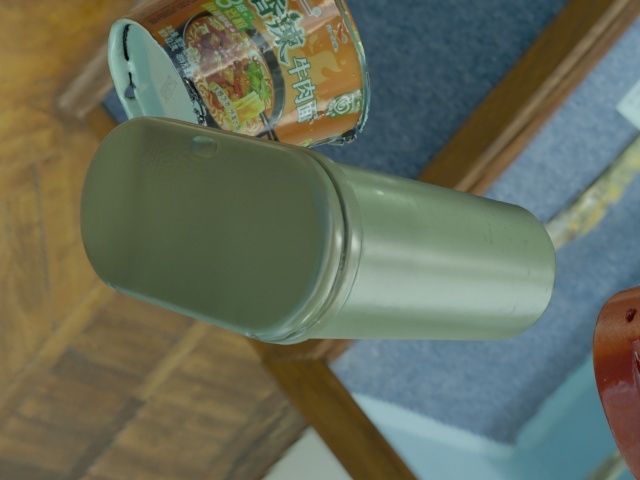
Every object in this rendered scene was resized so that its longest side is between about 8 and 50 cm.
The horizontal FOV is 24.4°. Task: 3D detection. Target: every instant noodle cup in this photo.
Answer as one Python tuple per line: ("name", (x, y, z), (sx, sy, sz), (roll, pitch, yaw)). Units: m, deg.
("instant noodle cup", (-0.087, -0.168, 1.451), (0.182, 0.230, 0.230), (-26, 141, -25))

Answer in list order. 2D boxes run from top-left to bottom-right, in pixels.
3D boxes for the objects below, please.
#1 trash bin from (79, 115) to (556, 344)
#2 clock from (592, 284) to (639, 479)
("trash bin", (0.000, 0.000, 1.010), (0.247, 0.243, 0.121), (8, 95, -48))
("clock", (0.192, 0.070, 0.665), (0.061, 0.113, 0.155), (-21, -178, -29))
